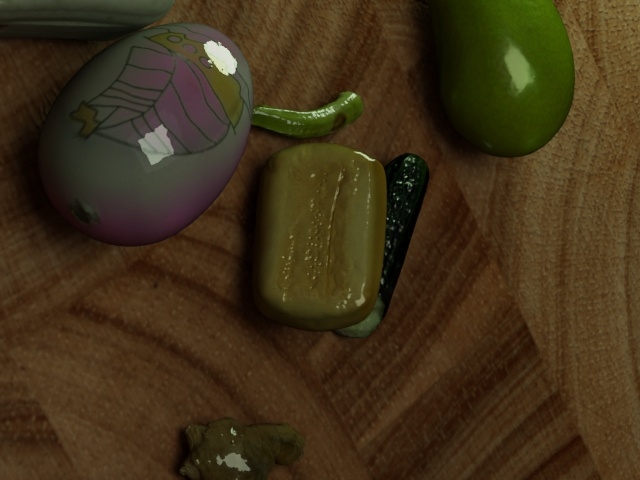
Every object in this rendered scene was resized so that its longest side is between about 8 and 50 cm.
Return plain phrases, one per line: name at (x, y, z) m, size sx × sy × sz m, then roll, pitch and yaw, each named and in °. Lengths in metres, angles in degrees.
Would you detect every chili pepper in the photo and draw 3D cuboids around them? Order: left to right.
chili pepper at (-0.023, -0.140, 2.153) m, size 0.208 × 0.043 × 0.049 m, roll -10°, pitch 101°, yaw -41°

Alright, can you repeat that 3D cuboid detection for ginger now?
ginger at (-0.073, 0.237, 2.017) m, size 0.165 × 0.067 × 0.096 m, roll 1°, pitch 59°, yaw -41°

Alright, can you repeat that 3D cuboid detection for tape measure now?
tape measure at (-0.276, -0.313, 1.909) m, size 0.258 × 0.130 × 0.265 m, roll -5°, pitch 85°, yaw -39°

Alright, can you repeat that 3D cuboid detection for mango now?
mango at (0.225, -0.236, 2.318) m, size 0.185 × 0.149 × 0.273 m, roll 2°, pitch 75°, yaw -39°

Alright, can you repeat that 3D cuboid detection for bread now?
bread at (0.000, 0.000, 2.091) m, size 0.098 × 0.147 × 0.217 m, roll 71°, pitch 26°, yaw -69°

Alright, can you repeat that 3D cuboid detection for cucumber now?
cucumber at (0.069, -0.004, 2.187) m, size 0.074 × 0.074 × 0.241 m, roll 38°, pitch 57°, yaw -29°

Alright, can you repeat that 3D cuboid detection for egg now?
egg at (-0.168, -0.114, 1.916) m, size 0.271 × 0.196 × 0.196 m, roll -46°, pitch 112°, yaw -26°
